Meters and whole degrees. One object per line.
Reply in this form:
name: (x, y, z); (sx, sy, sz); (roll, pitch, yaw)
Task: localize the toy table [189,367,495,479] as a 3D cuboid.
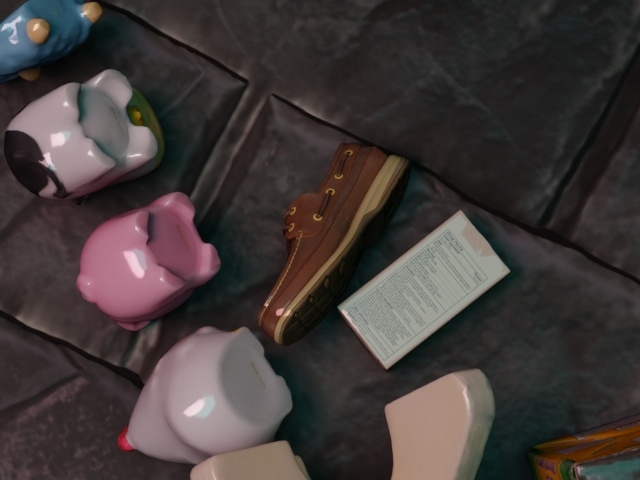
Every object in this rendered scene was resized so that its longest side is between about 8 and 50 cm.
toy table: (0.042, 0.197, 1.037); (0.274, 0.252, 0.160); (-27, 75, 31)

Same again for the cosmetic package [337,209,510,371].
cosmetic package: (0.074, 0.037, 1.147); (0.115, 0.041, 0.060); (-37, 83, -4)

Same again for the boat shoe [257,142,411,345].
boat shoe: (0.000, 0.000, 1.126); (0.060, 0.064, 0.178); (26, 57, 13)

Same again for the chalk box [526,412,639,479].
chalk box: (0.272, 0.254, 1.045); (0.180, 0.179, 0.288); (-16, 88, -2)

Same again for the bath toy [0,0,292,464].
bath toy: (-0.139, 0.003, 1.113); (0.129, 0.151, 0.348); (-28, 86, 32)
